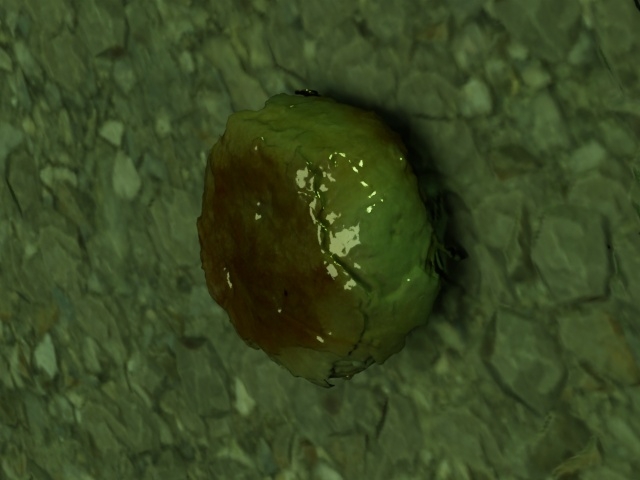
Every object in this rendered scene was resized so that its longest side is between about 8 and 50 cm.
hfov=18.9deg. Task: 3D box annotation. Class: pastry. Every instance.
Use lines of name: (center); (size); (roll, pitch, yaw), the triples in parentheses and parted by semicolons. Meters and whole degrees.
pastry: (-0.005, 0.000, 0.981); (0.153, 0.081, 0.153); (26, 129, 36)
